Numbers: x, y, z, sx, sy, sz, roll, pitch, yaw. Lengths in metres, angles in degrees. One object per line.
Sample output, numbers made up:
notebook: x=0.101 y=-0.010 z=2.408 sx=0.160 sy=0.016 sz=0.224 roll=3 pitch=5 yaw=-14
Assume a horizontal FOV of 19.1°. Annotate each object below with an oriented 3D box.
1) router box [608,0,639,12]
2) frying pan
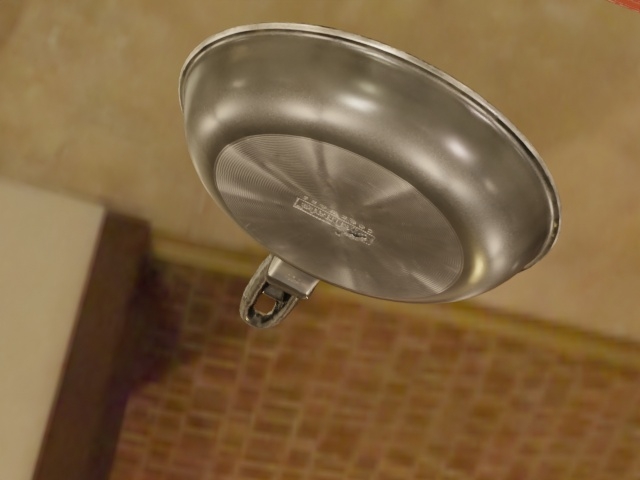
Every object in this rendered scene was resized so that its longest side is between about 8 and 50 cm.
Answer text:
router box: x=0.250 y=-0.254 z=0.861 sx=0.082 sy=0.301 sz=0.336 roll=20 pitch=93 yaw=-13
frying pan: x=-0.020 y=-0.017 z=0.961 sx=0.197 sy=0.053 sz=0.326 roll=39 pitch=149 yaw=-23
